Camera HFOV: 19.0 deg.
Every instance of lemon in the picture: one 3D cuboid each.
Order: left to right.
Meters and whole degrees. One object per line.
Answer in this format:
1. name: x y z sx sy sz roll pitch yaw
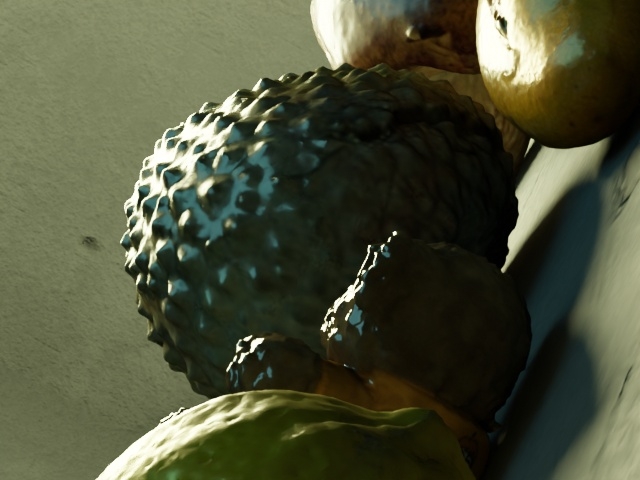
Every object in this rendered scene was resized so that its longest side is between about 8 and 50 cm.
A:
1. lemon: -0.017 0.148 0.668 0.193 0.180 0.180 -32 3 1

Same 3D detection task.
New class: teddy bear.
1. teddy bear: 0.030 0.088 0.958 0.140 0.177 0.190 31 94 43

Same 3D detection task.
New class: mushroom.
1. mushroom: 0.120 -0.171 1.473 0.267 0.267 0.254 -63 -31 -30

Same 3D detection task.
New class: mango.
1. mango: 0.162 -0.170 1.171 0.295 0.120 0.177 -63 1 -41

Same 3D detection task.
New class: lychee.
1. lychee: 0.000 0.000 1.227 0.255 0.274 0.255 -37 -38 -36
